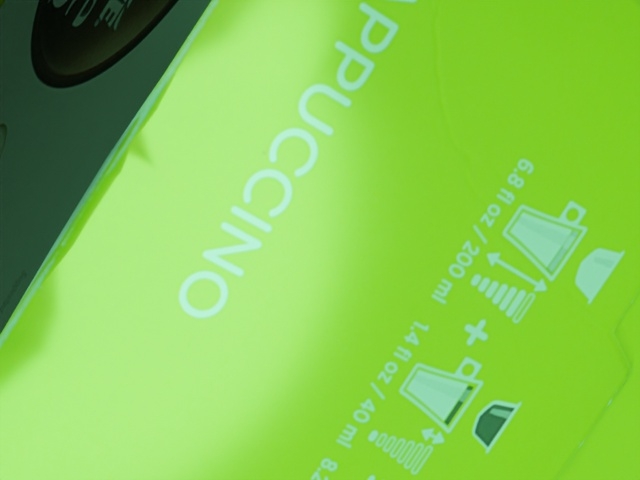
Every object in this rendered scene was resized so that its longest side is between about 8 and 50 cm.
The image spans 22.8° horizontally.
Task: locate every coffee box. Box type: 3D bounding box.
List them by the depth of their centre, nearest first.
[{"bbox_3d":[0.000,0.000,0.680,0.338,0.334,0.338,29,99,-29],"label":"coffee box"}]
